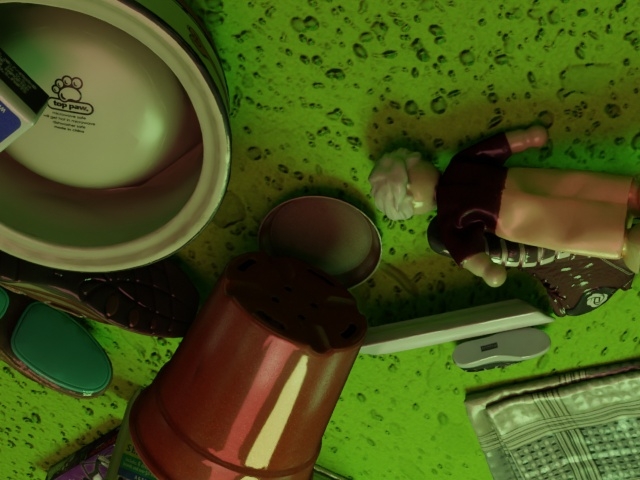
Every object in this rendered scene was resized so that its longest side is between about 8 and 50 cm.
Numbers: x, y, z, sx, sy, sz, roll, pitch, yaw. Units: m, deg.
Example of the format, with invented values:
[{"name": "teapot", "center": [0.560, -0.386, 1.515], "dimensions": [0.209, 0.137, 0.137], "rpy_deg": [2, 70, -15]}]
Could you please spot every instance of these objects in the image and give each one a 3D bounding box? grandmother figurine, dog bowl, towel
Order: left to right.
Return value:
[{"name": "dog bowl", "center": [-0.293, -0.161, 1.293], "dimensions": [0.407, 0.150, 0.408], "rpy_deg": [4, 129, 5]}, {"name": "grandmother figurine", "center": [0.219, -0.042, 1.312], "dimensions": [0.342, 0.208, 0.104], "rpy_deg": [12, 152, 18]}, {"name": "towel", "center": [0.409, 0.322, 1.655], "dimensions": [0.324, 0.056, 0.312], "rpy_deg": [-15, 126, 20]}]

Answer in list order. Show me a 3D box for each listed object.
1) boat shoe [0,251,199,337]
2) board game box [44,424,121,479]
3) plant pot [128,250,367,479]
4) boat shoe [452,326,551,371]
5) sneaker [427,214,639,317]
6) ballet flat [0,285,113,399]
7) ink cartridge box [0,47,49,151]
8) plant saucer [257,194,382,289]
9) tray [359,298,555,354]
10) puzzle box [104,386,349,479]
[{"name": "boat shoe", "center": [-0.327, 0.047, 1.505], "dimensions": [0.324, 0.123, 0.120], "rpy_deg": [24, 160, -14]}, {"name": "board game box", "center": [-0.276, 0.459, 1.868], "dimensions": [0.208, 0.056, 0.347], "rpy_deg": [-31, 119, 33]}, {"name": "plant pot", "center": [-0.080, 0.176, 1.440], "dimensions": [0.272, 0.272, 0.265], "rpy_deg": [22, 117, -10]}, {"name": "boat shoe", "center": [0.259, 0.158, 1.550], "dimensions": [0.142, 0.049, 0.040], "rpy_deg": [-12, 146, 19]}, {"name": "sneaker", "center": [0.278, 0.039, 1.411], "dimensions": [0.281, 0.106, 0.163], "rpy_deg": [1, 133, 6]}, {"name": "ballet flat", "center": [-0.465, 0.129, 1.592], "dimensions": [0.342, 0.116, 0.124], "rpy_deg": [33, 146, -18]}, {"name": "ink cartridge box", "center": [-0.503, -0.172, 1.178], "dimensions": [0.307, 0.072, 0.303], "rpy_deg": [-29, 117, 30]}, {"name": "plant saucer", "center": [0.000, 0.000, 1.463], "dimensions": [0.168, 0.029, 0.168], "rpy_deg": [3, 129, 4]}, {"name": "tray", "center": [0.178, 0.118, 1.497], "dimensions": [0.270, 0.030, 0.145], "rpy_deg": [-13, 168, 19]}, {"name": "puzzle box", "center": [-0.130, 0.408, 1.661], "dimensions": [0.409, 0.272, 0.052], "rpy_deg": [26, 123, -14]}]
